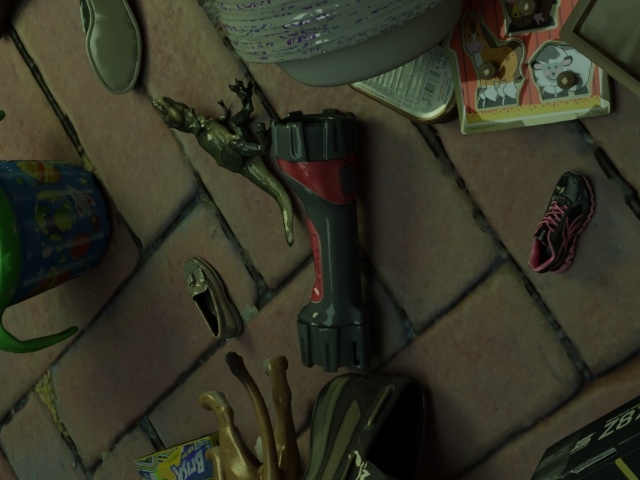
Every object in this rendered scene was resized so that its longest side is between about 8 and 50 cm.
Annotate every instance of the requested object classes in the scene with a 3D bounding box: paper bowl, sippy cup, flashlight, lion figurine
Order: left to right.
[{"bbox_3d":[-0.425,-0.016,2.010,0.240,0.224,0.305,22,114,36],"label":"sippy cup"},{"bbox_3d":[-0.074,0.317,1.756,0.392,0.142,0.240,80,178,-58],"label":"lion figurine"},{"bbox_3d":[0.000,0.000,1.723,0.103,0.103,0.304,-111,18,-74],"label":"flashlight"},{"bbox_3d":[0.035,-0.264,1.508,0.284,0.284,0.148,-1,124,42],"label":"paper bowl"}]

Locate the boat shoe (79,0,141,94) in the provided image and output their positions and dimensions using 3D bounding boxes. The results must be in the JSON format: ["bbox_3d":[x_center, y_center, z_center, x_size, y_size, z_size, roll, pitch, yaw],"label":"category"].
[{"bbox_3d":[-0.285,-0.299,1.944,0.065,0.075,0.206,-126,23,-80],"label":"boat shoe"}]

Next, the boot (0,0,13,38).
[{"bbox_3d":[-0.440,-0.369,2.055,0.248,0.090,0.207,42,137,25],"label":"boot"}]

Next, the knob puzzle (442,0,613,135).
[{"bbox_3d":[0.209,-0.216,1.505,0.213,0.030,0.213,4,98,32],"label":"knob puzzle"}]

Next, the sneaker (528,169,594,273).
[{"bbox_3d":[0.248,-0.016,1.522,0.047,0.057,0.119,28,117,36],"label":"sneaker"}]

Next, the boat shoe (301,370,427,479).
[{"bbox_3d":[0.050,0.299,1.631,0.130,0.132,0.355,-21,50,38],"label":"boat shoe"}]

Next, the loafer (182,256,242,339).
[{"bbox_3d":[-0.149,0.076,1.910,0.125,0.039,0.045,56,131,16],"label":"loafer"}]

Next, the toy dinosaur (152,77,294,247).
[{"bbox_3d":[-0.099,-0.122,1.809,0.268,0.064,0.118,44,132,23],"label":"toy dinosaur"}]

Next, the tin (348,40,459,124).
[{"bbox_3d":[0.092,-0.201,1.633,0.189,0.040,0.106,31,115,33],"label":"tin"}]

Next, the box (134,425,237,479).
[{"bbox_3d":[-0.178,0.304,1.981,0.169,0.054,0.059,-24,84,42],"label":"box"}]

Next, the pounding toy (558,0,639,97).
[{"bbox_3d":[0.326,-0.259,1.377,0.181,0.094,0.206,44,117,31],"label":"pounding toy"}]

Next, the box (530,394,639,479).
[{"bbox_3d":[0.431,0.293,1.322,0.395,0.097,0.318,47,128,-4],"label":"box"}]
